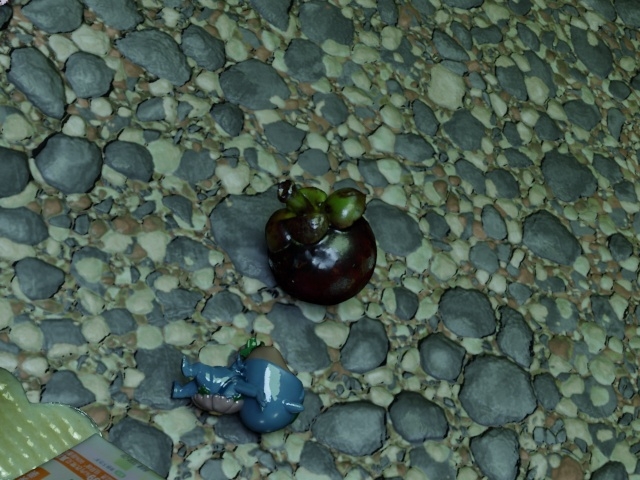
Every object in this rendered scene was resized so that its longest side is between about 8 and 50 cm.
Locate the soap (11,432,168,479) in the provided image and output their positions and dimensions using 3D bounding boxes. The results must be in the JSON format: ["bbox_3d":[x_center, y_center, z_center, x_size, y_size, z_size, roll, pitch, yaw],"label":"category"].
[{"bbox_3d":[-0.261,0.344,1.453,0.199,0.138,0.182,23,38,39],"label":"soap"}]

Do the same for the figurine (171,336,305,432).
[{"bbox_3d":[-0.106,0.183,1.733,0.178,0.114,0.144,12,53,-15],"label":"figurine"}]

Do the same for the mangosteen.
[{"bbox_3d":[0.005,0.005,1.857,0.173,0.184,0.172,11,43,-10],"label":"mangosteen"}]

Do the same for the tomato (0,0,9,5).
[{"bbox_3d":[-0.514,-0.430,1.892,0.173,0.099,0.189,37,87,-24],"label":"tomato"}]

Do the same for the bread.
[{"bbox_3d":[-0.377,0.248,1.545,0.232,0.064,0.172,29,47,-12],"label":"bread"}]
